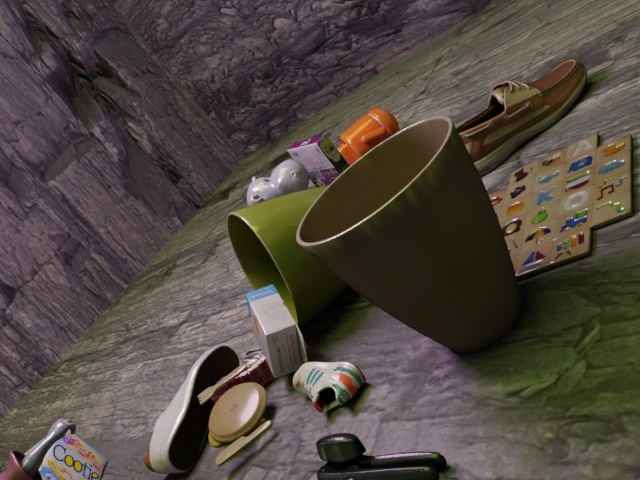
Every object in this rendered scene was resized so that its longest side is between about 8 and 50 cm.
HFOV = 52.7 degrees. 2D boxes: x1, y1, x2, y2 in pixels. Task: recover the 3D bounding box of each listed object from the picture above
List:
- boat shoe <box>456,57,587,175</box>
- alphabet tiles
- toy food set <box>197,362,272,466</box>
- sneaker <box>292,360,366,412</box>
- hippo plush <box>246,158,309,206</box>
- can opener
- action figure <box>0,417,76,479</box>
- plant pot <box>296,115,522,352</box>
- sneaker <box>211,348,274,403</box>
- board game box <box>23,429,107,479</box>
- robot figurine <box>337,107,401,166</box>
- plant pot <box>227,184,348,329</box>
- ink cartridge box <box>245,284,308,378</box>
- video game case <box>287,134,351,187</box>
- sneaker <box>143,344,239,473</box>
[{"bbox_3d":[0.403,-0.272,1.329,0.324,0.116,0.123,-41,17,0],"label":"boat shoe"},{"bbox_3d":[0.367,-0.055,1.057,0.285,0.011,0.343,-27,22,39],"label":"alphabet tiles"},{"bbox_3d":[-0.148,0.313,1.159,0.132,0.039,0.192,-36,32,-2],"label":"toy food set"},{"bbox_3d":[-0.003,0.239,1.038,0.161,0.057,0.075,-17,23,47],"label":"sneaker"},{"bbox_3d":[-0.086,-0.092,1.721,0.294,0.236,0.234,-37,18,12],"label":"hippo plush"},{"bbox_3d":[0.067,0.281,0.791,0.186,0.073,0.059,-12,24,41],"label":"can opener"},{"bbox_3d":[-0.425,0.441,0.968,0.276,0.370,0.248,-89,19,-50],"label":"action figure"},{"bbox_3d":[0.152,0.015,0.893,0.256,0.274,0.256,-37,17,14],"label":"plant pot"},{"bbox_3d":[-0.141,0.262,1.271,0.170,0.063,0.075,-34,18,4],"label":"sneaker"},{"bbox_3d":[-0.582,0.548,1.365,0.144,0.142,0.275,-38,17,8],"label":"board game box"},{"bbox_3d":[0.149,-0.311,1.952,0.219,0.128,0.158,-41,-27,-1],"label":"robot figurine"},{"bbox_3d":[0.000,0.000,1.345,0.293,0.275,0.274,-29,13,-20],"label":"plant pot"},{"bbox_3d":[-0.080,0.175,1.188,0.061,0.104,0.181,-17,31,-14],"label":"ink cartridge box"},{"bbox_3d":[0.022,-0.190,1.782,0.042,0.210,0.232,-45,17,-14],"label":"video game case"},{"bbox_3d":[-0.265,0.329,1.290,0.123,0.106,0.290,-24,25,37],"label":"sneaker"}]
